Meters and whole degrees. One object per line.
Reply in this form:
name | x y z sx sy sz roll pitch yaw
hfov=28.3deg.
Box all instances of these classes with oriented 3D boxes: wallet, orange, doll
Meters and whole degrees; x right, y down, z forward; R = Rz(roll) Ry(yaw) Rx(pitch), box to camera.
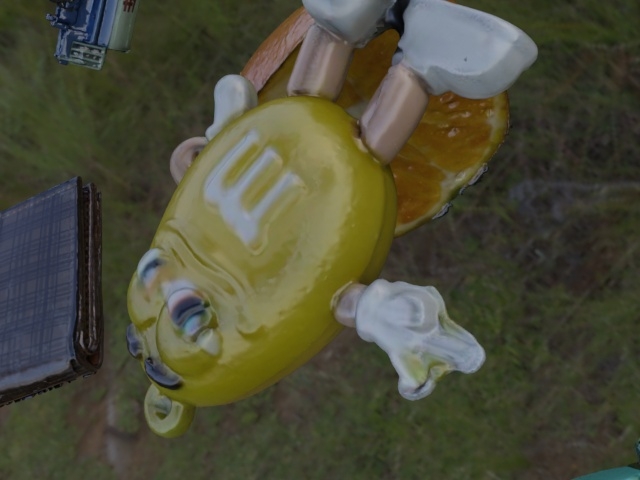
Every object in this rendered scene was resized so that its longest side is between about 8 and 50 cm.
wallet | -0.222 0.053 0.730 0.230 0.042 0.124 -22 56 25
orange | 0.032 -0.116 1.273 0.310 0.274 0.274 -66 25 12
doll | 0.001 -0.036 1.054 0.348 0.161 0.423 0 76 37

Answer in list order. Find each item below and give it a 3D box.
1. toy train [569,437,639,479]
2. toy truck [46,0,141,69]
toy train | 0.270 0.284 1.023 0.159 0.248 0.101 -13 -3 -7
toy truck | -0.164 -0.230 0.954 0.074 0.088 0.201 -134 57 -70
